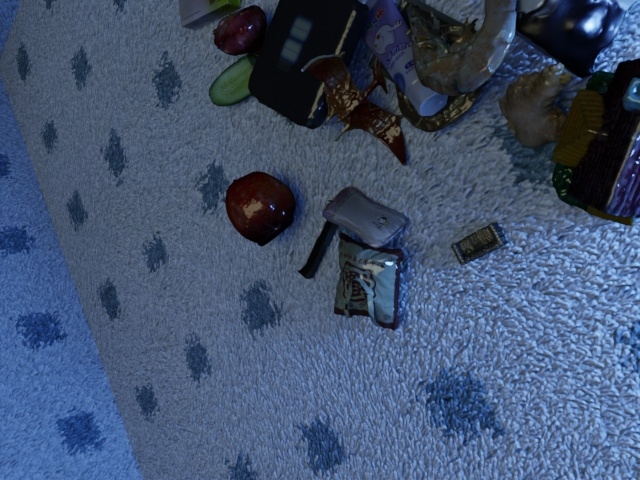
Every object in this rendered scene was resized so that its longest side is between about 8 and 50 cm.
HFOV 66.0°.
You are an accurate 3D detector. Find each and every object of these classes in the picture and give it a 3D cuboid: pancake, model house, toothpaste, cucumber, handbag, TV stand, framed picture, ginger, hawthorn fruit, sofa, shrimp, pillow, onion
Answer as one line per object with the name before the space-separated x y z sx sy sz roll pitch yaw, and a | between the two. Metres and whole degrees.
pancake | 0.278 -0.389 1.166 0.250 0.031 0.249 4 96 42
model house | 0.523 -0.169 0.870 0.230 0.249 0.280 25 111 36
toothpaste | 0.187 -0.454 1.186 0.125 0.080 0.371 -45 56 37
cucumber | -0.277 -0.516 1.610 0.244 0.063 0.115 -14 123 38
handbag | 0.125 0.111 1.325 0.213 0.127 0.234 14 107 36
TV stand | 0.000 0.000 1.469 0.049 0.040 0.256 40 120 29
framed picture | 0.251 -0.463 1.212 0.252 0.014 0.197 44 121 27
ginger | 0.425 -0.272 0.987 0.138 0.213 0.074 14 72 29
hawthorn fruit | -0.194 -0.114 1.523 0.249 0.215 0.215 49 124 30
sofa | 0.372 0.008 1.159 0.118 0.039 0.060 -34 74 38
shrimp | 0.273 -0.435 1.009 0.246 0.085 0.360 -56 35 28
pillow | 0.114 -0.066 1.329 0.233 0.131 0.038 34 159 35
onion | -0.236 -0.633 1.522 0.184 0.183 0.147 -9 132 41

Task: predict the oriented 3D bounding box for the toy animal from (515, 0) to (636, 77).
toy animal | 0.474 -0.461 0.895 0.212 0.213 0.266 43 122 28

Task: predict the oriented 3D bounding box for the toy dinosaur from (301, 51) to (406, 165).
toy dinosaur | 0.098 -0.318 1.216 0.207 0.112 0.327 -21 120 4

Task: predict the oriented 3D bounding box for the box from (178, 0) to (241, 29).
box | -0.380 -0.839 1.660 0.261 0.062 0.175 -1 95 41

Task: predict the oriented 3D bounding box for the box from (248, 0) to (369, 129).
box | -0.047 -0.509 1.350 0.359 0.091 0.350 41 113 44
